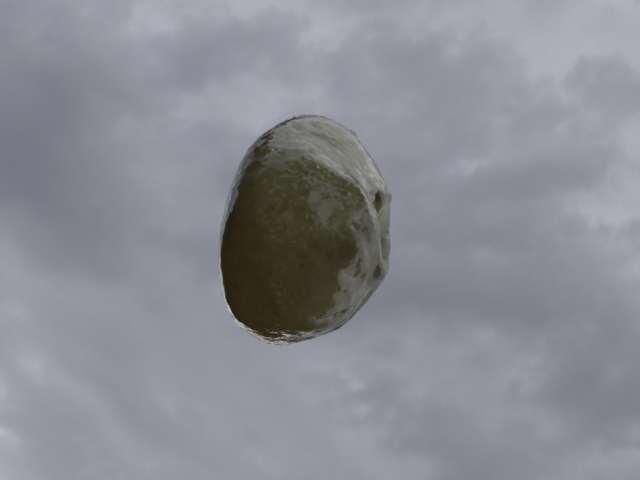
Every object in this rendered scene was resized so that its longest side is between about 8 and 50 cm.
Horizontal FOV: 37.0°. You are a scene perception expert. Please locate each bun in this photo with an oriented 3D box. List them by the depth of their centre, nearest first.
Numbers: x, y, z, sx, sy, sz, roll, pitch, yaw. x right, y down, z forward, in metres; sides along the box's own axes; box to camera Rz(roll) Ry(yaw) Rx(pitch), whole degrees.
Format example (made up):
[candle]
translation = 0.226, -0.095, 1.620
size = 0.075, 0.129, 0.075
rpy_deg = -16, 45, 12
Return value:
[bun]
translation = 0.000, 0.000, 0.349
size = 0.054, 0.086, 0.086
rpy_deg = 15, -45, 17
